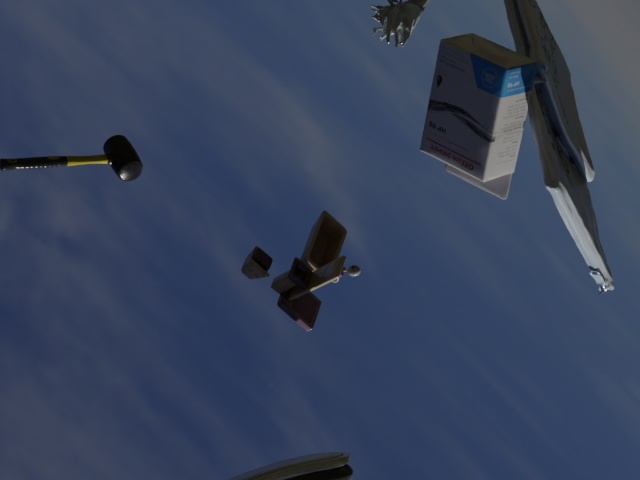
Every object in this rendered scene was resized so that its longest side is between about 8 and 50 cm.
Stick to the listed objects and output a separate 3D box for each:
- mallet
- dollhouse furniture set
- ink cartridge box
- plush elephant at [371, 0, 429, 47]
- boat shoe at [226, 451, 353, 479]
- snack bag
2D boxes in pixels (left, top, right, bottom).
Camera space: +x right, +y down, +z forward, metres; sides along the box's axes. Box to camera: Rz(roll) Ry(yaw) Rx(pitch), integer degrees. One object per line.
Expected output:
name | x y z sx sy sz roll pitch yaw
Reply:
mallet | -0.326 -0.109 2.209 0.190 0.039 0.062 1 -139 -25
dollhouse furniture set | 0.000 0.000 1.496 0.091 0.081 0.114 42 -137 -22
ink cartridge box | 0.181 -0.140 1.998 0.104 0.180 0.060 29 -148 36
plush elephant | 0.069 -0.440 2.184 0.255 0.330 0.272 30 170 -2
boat shoe | -0.072 0.247 1.499 0.079 0.233 0.084 67 -170 2
snack bag | 0.301 -0.142 2.135 0.323 0.037 0.342 51 -153 -57
